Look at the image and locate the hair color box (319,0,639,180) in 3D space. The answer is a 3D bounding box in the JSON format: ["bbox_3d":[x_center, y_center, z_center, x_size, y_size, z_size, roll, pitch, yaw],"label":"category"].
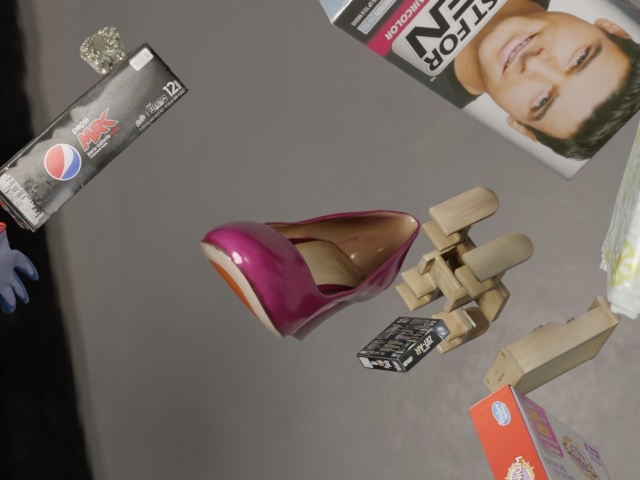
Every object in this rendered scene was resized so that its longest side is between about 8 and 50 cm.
[{"bbox_3d":[0.187,-0.232,1.523,0.374,0.185,0.113,28,-156,-35],"label":"hair color box"}]

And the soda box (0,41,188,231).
[{"bbox_3d":[-0.187,-0.082,1.155,0.053,0.169,0.060,49,168,-13],"label":"soda box"}]

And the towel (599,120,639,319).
[{"bbox_3d":[0.346,-0.109,1.328,0.320,0.090,0.374,-39,-36,-79],"label":"towel"}]

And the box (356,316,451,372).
[{"bbox_3d":[0.083,0.105,1.474,0.018,0.067,0.083,58,155,-16],"label":"box"}]

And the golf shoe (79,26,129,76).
[{"bbox_3d":[-0.308,-0.259,2.192,0.086,0.069,0.176,60,177,-38],"label":"golf shoe"}]

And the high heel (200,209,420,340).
[{"bbox_3d":[0.000,0.000,1.410,0.127,0.181,0.377,49,-179,9],"label":"high heel"}]

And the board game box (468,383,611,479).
[{"bbox_3d":[0.312,0.352,1.756,0.242,0.064,0.316,36,-154,-43],"label":"board game box"}]

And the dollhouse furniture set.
[{"bbox_3d":[0.242,0.066,1.888,0.242,0.161,0.212,56,155,22],"label":"dollhouse furniture set"}]

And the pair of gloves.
[{"bbox_3d":[-0.455,0.064,1.840,0.023,0.198,0.159,46,156,38],"label":"pair of gloves"}]
